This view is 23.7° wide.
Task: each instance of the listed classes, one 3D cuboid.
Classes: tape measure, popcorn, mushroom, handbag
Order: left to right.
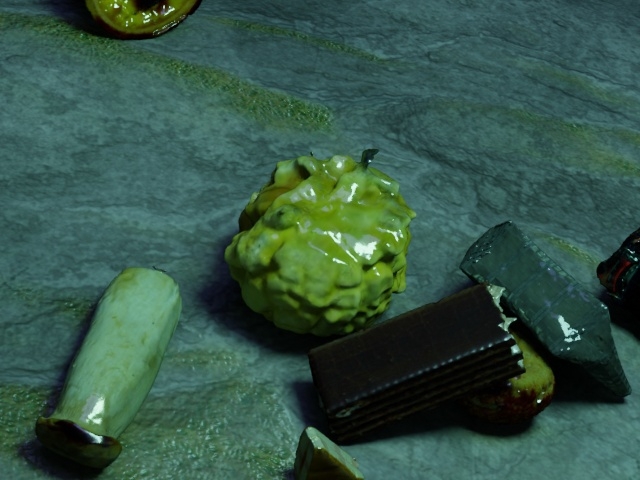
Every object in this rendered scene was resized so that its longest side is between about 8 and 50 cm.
[{"bbox_3d":[-0.233,0.137,1.738,0.100,0.081,0.312,22,37,-2],"label":"mushroom"},{"bbox_3d":[0.006,-0.002,1.876,0.249,0.225,0.249,14,44,-14],"label":"popcorn"},{"bbox_3d":[0.281,0.087,1.926,0.088,0.175,0.270,-43,60,-4],"label":"handbag"},{"bbox_3d":[0.497,0.061,2.047,0.223,0.135,0.202,32,31,16],"label":"tape measure"}]

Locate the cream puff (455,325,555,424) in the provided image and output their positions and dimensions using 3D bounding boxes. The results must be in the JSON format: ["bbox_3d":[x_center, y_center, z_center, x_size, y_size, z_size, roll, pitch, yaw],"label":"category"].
[{"bbox_3d":[0.212,0.165,1.856,0.149,0.084,0.149,13,36,-10],"label":"cream puff"}]

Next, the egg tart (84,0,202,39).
[{"bbox_3d":[-0.283,-0.424,2.313,0.215,0.215,0.171,-11,35,-29],"label":"egg tart"}]

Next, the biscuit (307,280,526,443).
[{"bbox_3d":[0.114,0.138,1.779,0.252,0.070,0.106,-22,43,1],"label":"biscuit"}]

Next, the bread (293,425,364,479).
[{"bbox_3d":[-0.001,0.253,1.704,0.109,0.062,0.043,41,19,-45],"label":"bread"}]
